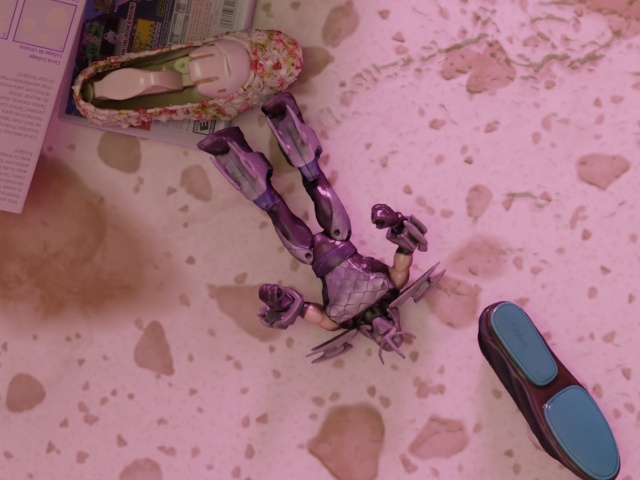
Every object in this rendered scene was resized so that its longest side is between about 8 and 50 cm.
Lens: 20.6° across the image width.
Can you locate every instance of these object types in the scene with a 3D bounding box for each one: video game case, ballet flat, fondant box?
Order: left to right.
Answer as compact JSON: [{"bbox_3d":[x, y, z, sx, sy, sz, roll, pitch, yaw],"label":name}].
[{"bbox_3d":[-0.366,-0.209,1.714,0.238,0.096,0.330,12,113,-20],"label":"fondant box"},{"bbox_3d":[-0.165,-0.204,1.808,0.183,0.023,0.201,12,93,14],"label":"video game case"},{"bbox_3d":[-0.138,-0.158,1.748,0.241,0.077,0.091,-13,85,13],"label":"ballet flat"},{"bbox_3d":[0.214,0.150,1.683,0.074,0.074,0.203,-35,79,11],"label":"ballet flat"}]

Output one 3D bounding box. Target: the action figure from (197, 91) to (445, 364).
[{"bbox_3d":[0.000,0.000,1.724,0.185,0.099,0.285,-34,85,2],"label":"action figure"}]
